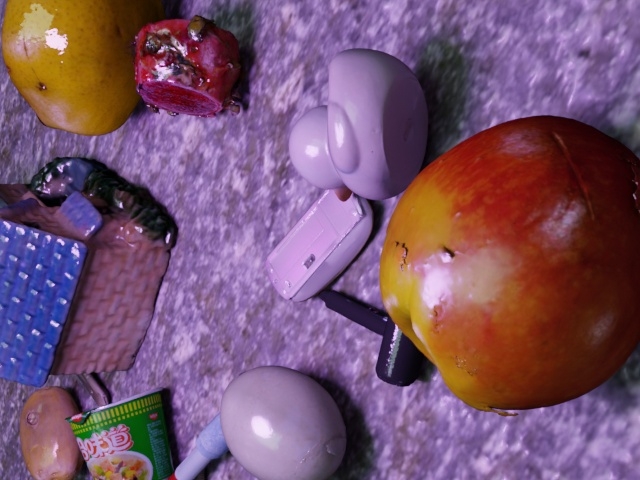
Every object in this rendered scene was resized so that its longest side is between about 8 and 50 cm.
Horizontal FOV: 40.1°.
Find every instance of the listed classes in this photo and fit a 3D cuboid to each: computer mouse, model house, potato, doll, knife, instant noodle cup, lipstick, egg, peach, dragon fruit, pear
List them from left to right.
[{"bbox_3d":[-0.610,0.029,1.838,0.445,0.400,0.395,39,118,36],"label":"model house"},{"bbox_3d":[-0.615,0.450,2.015,0.150,0.146,0.234,-14,60,-2],"label":"potato"},{"bbox_3d":[-0.583,0.266,2.053,0.365,0.043,0.089,42,150,32],"label":"knife"},{"bbox_3d":[-0.428,-0.385,1.717,0.191,0.340,0.387,20,124,29],"label":"pear"},{"bbox_3d":[-0.390,0.439,1.778,0.207,0.207,0.233,-22,82,41],"label":"instant noodle cup"},{"bbox_3d":[-0.247,-0.306,1.644,0.282,0.211,0.147,153,117,-67],"label":"dragon fruit"},{"bbox_3d":[-0.211,0.394,1.675,0.274,0.068,0.061,-49,58,24],"label":"lipstick"},{"bbox_3d":[-0.066,0.310,1.472,0.253,0.186,0.187,26,107,38],"label":"egg"},{"bbox_3d":[0.000,0.000,1.498,0.245,0.056,0.126,-49,58,25],"label":"computer mouse"},{"bbox_3d":[0.046,-0.171,1.351,0.221,0.221,0.251,23,132,40],"label":"doll"},{"bbox_3d":[0.261,0.028,1.090,0.370,0.370,0.370,0,90,43],"label":"peach"}]

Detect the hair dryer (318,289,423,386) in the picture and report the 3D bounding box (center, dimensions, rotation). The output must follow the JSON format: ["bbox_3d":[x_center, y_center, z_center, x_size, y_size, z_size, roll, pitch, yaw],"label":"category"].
[{"bbox_3d":[0.070,0.141,1.433,0.248,0.070,0.114,22,105,45],"label":"hair dryer"}]

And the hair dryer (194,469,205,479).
[{"bbox_3d":[-0.181,0.611,1.656,0.295,0.119,0.298,14,87,36],"label":"hair dryer"}]
